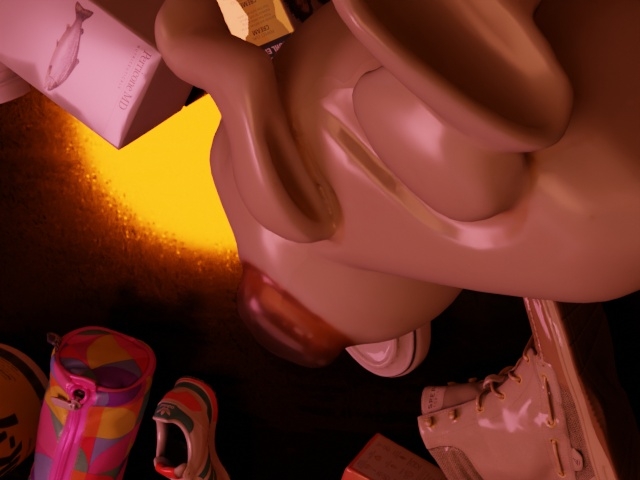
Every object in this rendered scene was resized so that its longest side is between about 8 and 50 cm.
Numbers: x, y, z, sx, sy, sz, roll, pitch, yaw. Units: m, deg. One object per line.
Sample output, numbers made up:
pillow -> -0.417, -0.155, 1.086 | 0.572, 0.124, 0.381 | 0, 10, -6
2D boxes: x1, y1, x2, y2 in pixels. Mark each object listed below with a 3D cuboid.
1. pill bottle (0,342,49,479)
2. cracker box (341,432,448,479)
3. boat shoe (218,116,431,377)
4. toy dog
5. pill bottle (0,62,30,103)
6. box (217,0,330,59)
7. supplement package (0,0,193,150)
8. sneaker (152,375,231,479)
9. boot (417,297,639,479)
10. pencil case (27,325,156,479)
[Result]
pill bottle -> -0.349, 0.190, 1.521 | 0.119, 0.208, 0.119 | 13, 119, 24
cracker box -> 0.112, 0.289, 1.397 | 0.232, 0.067, 0.155 | 30, 125, 15
boat shoe -> 0.000, 0.000, 1.307 | 0.096, 0.088, 0.267 | -15, 105, 34
toy dog -> 0.083, -0.070, 1.084 | 0.395, 0.284, 0.408 | 40, 147, -14
pill bottle -> -0.289, -0.176, 1.401 | 0.065, 0.065, 0.116 | -8, 110, 32
box -> -0.065, -0.252, 1.226 | 0.058, 0.087, 0.232 | -19, 102, 32
supplement package -> -0.185, -0.177, 1.316 | 0.179, 0.105, 0.105 | 36, 125, 9
sneaker -> -0.123, 0.207, 1.484 | 0.057, 0.075, 0.161 | 6, 116, 27
boot -> 0.149, 0.110, 1.285 | 0.165, 0.077, 0.213 | -8, 112, 34
pencil case -> -0.222, 0.188, 1.515 | 0.104, 0.104, 0.236 | 27, 125, 16
